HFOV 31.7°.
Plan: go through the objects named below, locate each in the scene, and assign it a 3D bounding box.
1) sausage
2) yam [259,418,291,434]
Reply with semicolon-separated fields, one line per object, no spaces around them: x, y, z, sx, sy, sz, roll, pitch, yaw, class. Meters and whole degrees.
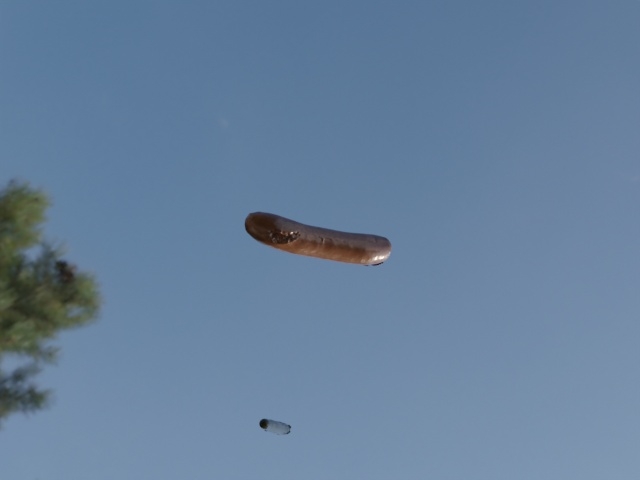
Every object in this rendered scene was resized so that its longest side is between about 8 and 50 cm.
0.000;0.000;1.306;0.043;0.186;0.043;-33;-128;55;sausage
-0.047;0.190;1.153;0.014;0.107;0.014;-2;-102;10;yam
